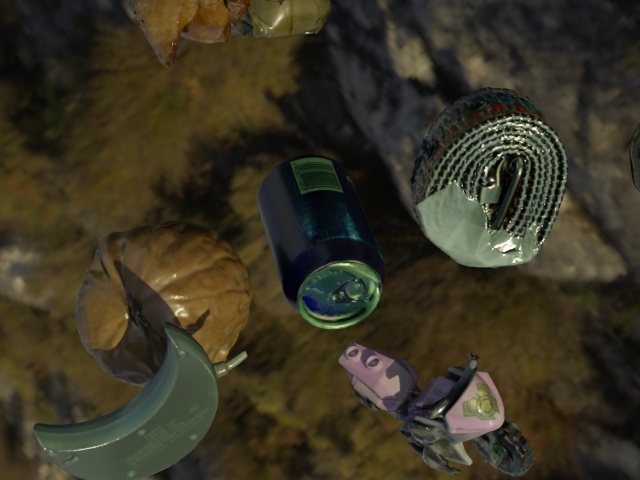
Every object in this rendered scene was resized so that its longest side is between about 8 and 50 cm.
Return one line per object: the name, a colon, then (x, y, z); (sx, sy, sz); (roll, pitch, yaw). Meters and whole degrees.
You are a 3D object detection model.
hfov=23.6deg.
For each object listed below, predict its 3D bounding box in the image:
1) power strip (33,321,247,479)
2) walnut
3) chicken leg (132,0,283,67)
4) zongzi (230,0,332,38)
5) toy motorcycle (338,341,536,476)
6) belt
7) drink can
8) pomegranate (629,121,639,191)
power strip: (-0.170, 0.166, 1.535); (0.137, 0.216, 0.044); (49, -173, -39)
walnut: (-0.175, 0.070, 1.724); (0.213, 0.213, 0.213); (48, 163, 20)
chicken leg: (-0.174, -0.354, 1.745); (0.409, 0.295, 0.182); (20, -177, -18)
zongzi: (-0.111, -0.444, 2.213); (0.360, 0.160, 0.323); (-168, 72, -74)
toy motorcycle: (0.163, 0.228, 2.218); (0.327, 0.143, 0.188); (25, 156, 33)
belt: (0.241, -0.087, 2.229); (0.150, 0.207, 0.258); (-104, 31, -64)
drink can: (0.000, 0.000, 1.709); (0.205, 0.118, 0.118); (-107, -4, -51)
pomegranate: (0.397, -0.080, 1.625); (0.159, 0.129, 0.129); (-101, -11, -53)
